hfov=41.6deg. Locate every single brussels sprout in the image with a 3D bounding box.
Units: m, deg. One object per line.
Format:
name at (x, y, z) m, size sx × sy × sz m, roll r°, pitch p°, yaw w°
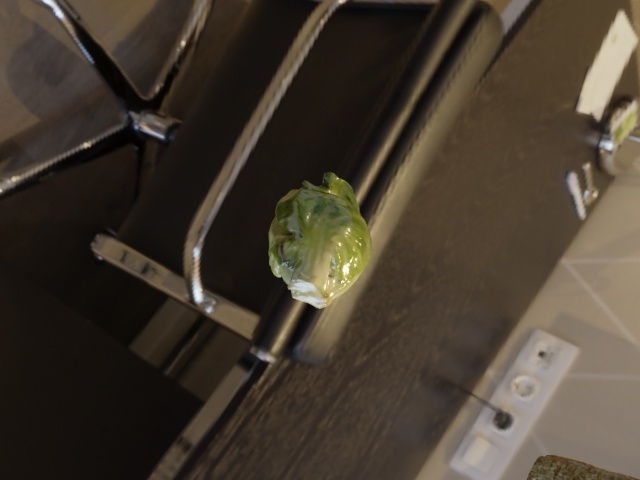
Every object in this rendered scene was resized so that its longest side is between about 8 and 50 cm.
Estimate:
brussels sprout at (0.000, -0.001, 1.100) m, size 0.181 × 0.139 × 0.101 m, roll -83°, pitch -178°, yaw -51°

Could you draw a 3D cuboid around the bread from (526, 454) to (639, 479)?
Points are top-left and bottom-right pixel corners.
bread at (0.372, 0.398, 1.107) m, size 0.184 × 0.234 × 0.111 m, roll -56°, pitch 136°, yaw -26°
